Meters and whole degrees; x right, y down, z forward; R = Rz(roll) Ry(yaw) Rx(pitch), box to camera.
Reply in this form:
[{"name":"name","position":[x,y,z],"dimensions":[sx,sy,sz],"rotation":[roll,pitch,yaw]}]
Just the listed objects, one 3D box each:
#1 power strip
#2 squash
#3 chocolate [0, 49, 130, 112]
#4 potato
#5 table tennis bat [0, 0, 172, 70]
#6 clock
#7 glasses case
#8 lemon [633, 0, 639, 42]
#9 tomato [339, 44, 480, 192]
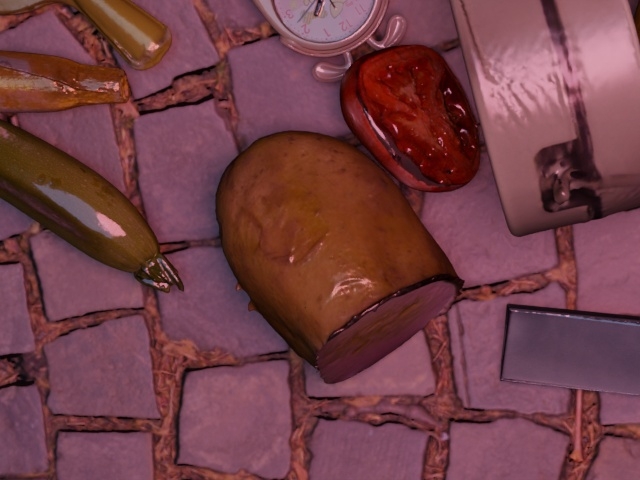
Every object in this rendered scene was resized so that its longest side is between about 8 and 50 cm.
[{"name":"power strip","position":[0.232,-0.170,1.285],"dimensions":[0.161,0.357,0.358],"rotation":[-14,93,9]},{"name":"squash","position":[-0.293,-0.048,1.482],"dimensions":[0.341,0.094,0.094],"rotation":[33,97,4]},{"name":"chocolate","position":[-0.332,-0.185,1.486],"dimensions":[0.219,0.085,0.086],"rotation":[1,95,1]},{"name":"potato","position":[0.000,0.000,1.414],"dimensions":[0.229,0.229,0.266],"rotation":[-36,75,8]},{"name":"table tennis bat","position":[-0.320,-0.333,1.469],"dimensions":[0.368,0.054,0.224],"rotation":[40,98,-3]},{"name":"clock","position":[0.005,-0.281,1.445],"dimensions":[0.151,0.062,0.191],"rotation":[-31,91,7]},{"name":"glasses case","position":[0.343,0.122,1.455],"dimensions":[0.266,0.056,0.105],"rotation":[6,119,6]},{"name":"lemon","position":[0.449,-0.208,1.301],"dimensions":[0.258,0.258,0.310],"rotation":[38,74,2]},{"name":"tomato","position":[0.091,-0.125,1.420],"dimensions":[0.082,0.166,0.174],"rotation":[-26,88,47]}]
